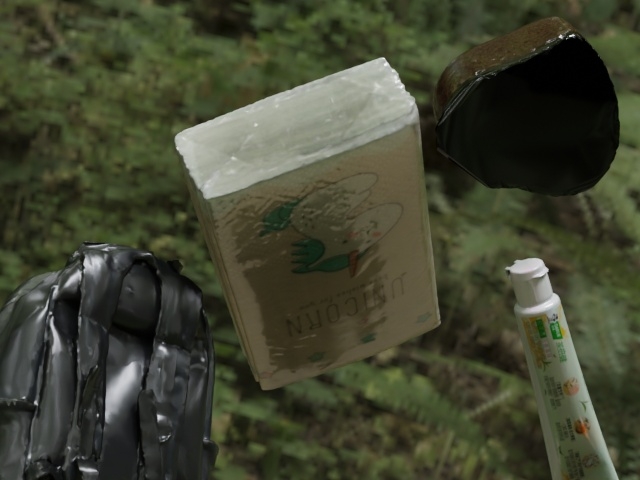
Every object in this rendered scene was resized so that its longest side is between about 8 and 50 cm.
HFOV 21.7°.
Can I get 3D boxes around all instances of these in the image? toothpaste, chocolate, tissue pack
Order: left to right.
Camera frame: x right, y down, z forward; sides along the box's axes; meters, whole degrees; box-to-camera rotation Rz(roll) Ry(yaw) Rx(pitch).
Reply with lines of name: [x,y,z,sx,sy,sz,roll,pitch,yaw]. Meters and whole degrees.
tissue pack: [0.000,0.000,1.291,0.170,0.325,0.071,-23,60,-6]
chocolate: [0.143,-0.107,1.210,0.149,0.125,0.080,6,25,-22]
toothpaste: [0.268,0.168,1.849,0.058,0.314,0.056,1,26,42]

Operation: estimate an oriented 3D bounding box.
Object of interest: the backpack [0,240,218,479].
backpack: [-0.158,0.128,1.159,0.206,0.258,0.133,21,-20,-37]
